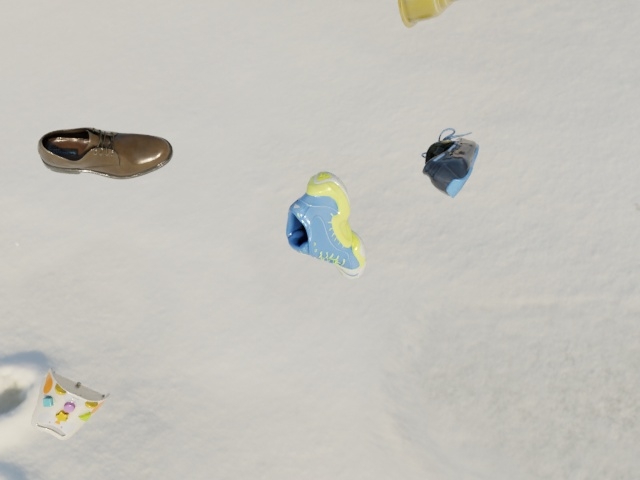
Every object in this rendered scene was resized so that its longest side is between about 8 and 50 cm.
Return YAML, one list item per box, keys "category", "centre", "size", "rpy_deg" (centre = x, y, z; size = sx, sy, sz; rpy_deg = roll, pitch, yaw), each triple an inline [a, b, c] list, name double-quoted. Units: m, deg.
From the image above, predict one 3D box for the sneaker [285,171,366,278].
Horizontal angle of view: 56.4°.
- category: "sneaker"
  centre: [0.000, 0.000, 1.034]
  size: [0.126, 0.240, 0.091]
  rpy_deg: [-39, 42, -23]

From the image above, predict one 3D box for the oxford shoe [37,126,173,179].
- category: "oxford shoe"
  centre: [-0.373, -0.156, 1.045]
  size: [0.227, 0.096, 0.083]
  rpy_deg: [-5, 80, -16]

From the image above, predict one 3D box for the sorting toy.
- category: "sorting toy"
  centre: [-0.326, 0.216, 0.759]
  size: [0.075, 0.083, 0.045]
  rpy_deg: [-54, 22, 8]

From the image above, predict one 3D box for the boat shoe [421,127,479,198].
- category: "boat shoe"
  centre: [0.248, -0.165, 1.150]
  size: [0.089, 0.109, 0.258]
  rpy_deg: [32, 20, 2]

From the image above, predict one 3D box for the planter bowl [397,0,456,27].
- category: "planter bowl"
  centre: [0.151, -0.325, 0.608]
  size: [0.090, 0.217, 0.217]
  rpy_deg: [14, 50, 17]
